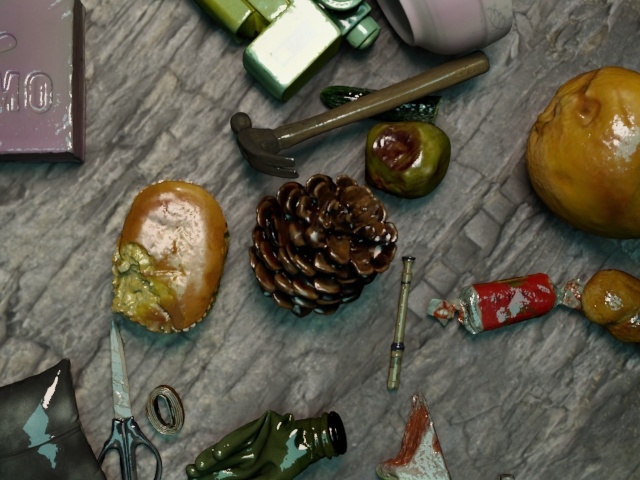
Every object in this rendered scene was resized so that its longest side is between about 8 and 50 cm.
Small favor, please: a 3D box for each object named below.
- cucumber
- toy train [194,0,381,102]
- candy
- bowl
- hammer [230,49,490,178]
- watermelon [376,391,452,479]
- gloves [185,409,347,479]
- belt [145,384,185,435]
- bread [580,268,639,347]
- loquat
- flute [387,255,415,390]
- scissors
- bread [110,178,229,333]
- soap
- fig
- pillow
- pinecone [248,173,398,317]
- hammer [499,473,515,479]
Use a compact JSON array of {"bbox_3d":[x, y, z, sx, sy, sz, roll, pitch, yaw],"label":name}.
[{"bbox_3d":[0.105,-0.240,1.317,0.215,0.052,0.058,7,59,-4],"label":"cucumber"},{"bbox_3d":[-0.093,-0.432,1.262,0.253,0.160,0.397,-45,92,0],"label":"toy train"},{"bbox_3d":[0.328,0.108,1.314,0.292,0.059,0.086,-11,86,-7],"label":"candy"},{"bbox_3d":[0.172,-0.421,1.223,0.144,0.287,0.287,-31,90,2],"label":"bowl"},{"bbox_3d":[0.075,-0.225,1.244,0.440,0.044,0.168,-23,48,-8],"label":"hammer"},{"bbox_3d":[0.186,0.354,1.270,0.121,0.098,0.158,28,80,-4],"label":"watermelon"},{"bbox_3d":[-0.088,0.349,1.233,0.268,0.107,0.135,-15,77,-3],"label":"gloves"},{"bbox_3d":[-0.260,0.284,1.257,0.059,0.036,0.083,-19,88,-5],"label":"belt"},{"bbox_3d":[0.608,0.146,1.316,0.344,0.084,0.124,24,77,-13],"label":"bread"},{"bbox_3d":[0.488,-0.142,1.252,0.284,0.276,0.275,20,85,-23],"label":"loquat"},{"bbox_3d":[0.139,0.143,1.309,0.027,0.027,0.232,8,86,-5],"label":"flute"},{"bbox_3d":[-0.331,0.281,1.258,0.109,0.022,0.299,-7,86,-10],"label":"scissors"},{"bbox_3d":[-0.242,0.027,1.228,0.179,0.133,0.250,13,86,-9],"label":"bread"},{"bbox_3d":[-0.539,-0.269,1.231,0.296,0.107,0.285,-2,85,-7],"label":"soap"},{"bbox_3d":[0.150,-0.142,1.284,0.166,0.154,0.144,-21,72,-37],"label":"fig"},{"bbox_3d":[-0.449,0.333,1.200,0.186,0.106,0.249,-20,90,-2],"label":"pillow"},{"bbox_3d":[0.000,0.000,1.200,0.224,0.272,0.224,12,60,-22],"label":"pinecone"},{"bbox_3d":[0.222,0.473,1.298,0.247,0.029,0.103,-8,87,-5],"label":"hammer"}]
